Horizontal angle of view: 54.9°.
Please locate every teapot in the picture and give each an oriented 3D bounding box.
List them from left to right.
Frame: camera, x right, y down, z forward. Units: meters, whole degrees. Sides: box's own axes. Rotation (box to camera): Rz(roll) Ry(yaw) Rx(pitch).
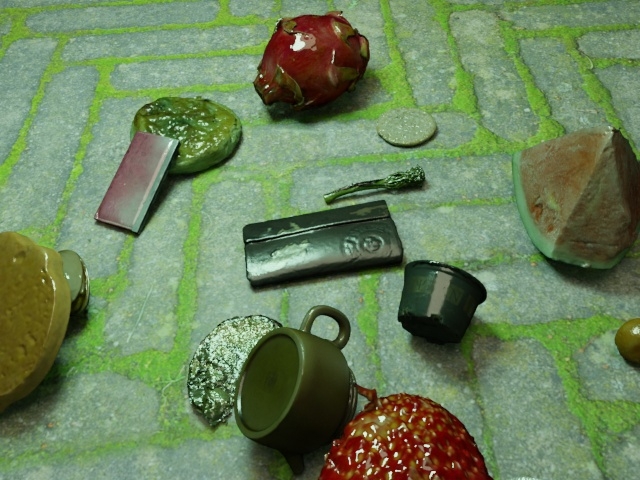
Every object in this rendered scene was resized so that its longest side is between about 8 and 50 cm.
[{"bbox_3d":[-0.015,0.237,0.992,0.186,0.175,0.267,4,69,54],"label":"teapot"}]

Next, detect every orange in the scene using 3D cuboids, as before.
[{"bbox_3d":[0.561,0.176,1.078,0.085,0.085,0.085,-2,49,2],"label":"orange"}]

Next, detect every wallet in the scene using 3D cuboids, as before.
[{"bbox_3d":[-0.409,-0.134,1.376,0.119,0.025,0.232,16,74,15],"label":"wallet"},{"bbox_3d":[0.000,0.000,1.277,0.321,0.044,0.170,-9,51,-4],"label":"wallet"}]

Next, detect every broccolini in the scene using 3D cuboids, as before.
[{"bbox_3d":[0.123,-0.121,1.378,0.239,0.051,0.054,-14,95,-7],"label":"broccolini"}]

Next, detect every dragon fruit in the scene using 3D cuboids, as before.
[{"bbox_3d":[-0.024,-0.455,1.555,0.315,0.250,0.250,-14,50,1],"label":"dragon fruit"}]

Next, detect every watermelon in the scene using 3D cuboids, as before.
[{"bbox_3d":[0.490,-0.100,1.219,0.250,0.292,0.283,-9,43,36],"label":"watermelon"}]

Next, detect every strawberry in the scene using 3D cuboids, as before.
[{"bbox_3d":[0.095,0.343,0.822,0.292,0.292,0.343,-4,44,0],"label":"strawberry"}]

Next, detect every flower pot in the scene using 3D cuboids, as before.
[{"bbox_3d":[0.209,0.118,1.103,0.157,0.157,0.106,16,63,16],"label":"flower pot"}]

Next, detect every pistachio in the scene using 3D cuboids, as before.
[{"bbox_3d":[-0.498,0.084,1.193,0.113,0.113,0.149,-33,56,-23],"label":"pistachio"}]

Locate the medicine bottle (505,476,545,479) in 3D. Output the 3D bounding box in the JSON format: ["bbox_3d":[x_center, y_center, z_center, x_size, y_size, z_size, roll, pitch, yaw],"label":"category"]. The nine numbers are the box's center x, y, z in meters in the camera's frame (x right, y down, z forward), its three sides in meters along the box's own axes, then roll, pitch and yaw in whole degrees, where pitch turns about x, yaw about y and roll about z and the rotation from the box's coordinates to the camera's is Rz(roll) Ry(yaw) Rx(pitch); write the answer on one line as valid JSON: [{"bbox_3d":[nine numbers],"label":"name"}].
[{"bbox_3d":[0.293,0.438,0.857,0.132,0.088,0.188,8,51,11],"label":"medicine bottle"}]

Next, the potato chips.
[{"bbox_3d":[-0.142,0.226,1.107,0.220,0.029,0.202,-35,56,-28],"label":"potato chips"}]

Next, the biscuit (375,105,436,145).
[{"bbox_3d":[0.211,-0.283,1.523,0.152,0.020,0.152,-2,50,3],"label":"biscuit"}]

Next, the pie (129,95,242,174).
[{"bbox_3d":[-0.327,-0.267,1.502,0.277,0.078,0.277,-1,52,1],"label":"pie"}]

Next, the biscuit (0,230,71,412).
[{"bbox_3d":[-0.597,0.137,1.120,0.351,0.057,0.312,22,78,26],"label":"biscuit"}]
